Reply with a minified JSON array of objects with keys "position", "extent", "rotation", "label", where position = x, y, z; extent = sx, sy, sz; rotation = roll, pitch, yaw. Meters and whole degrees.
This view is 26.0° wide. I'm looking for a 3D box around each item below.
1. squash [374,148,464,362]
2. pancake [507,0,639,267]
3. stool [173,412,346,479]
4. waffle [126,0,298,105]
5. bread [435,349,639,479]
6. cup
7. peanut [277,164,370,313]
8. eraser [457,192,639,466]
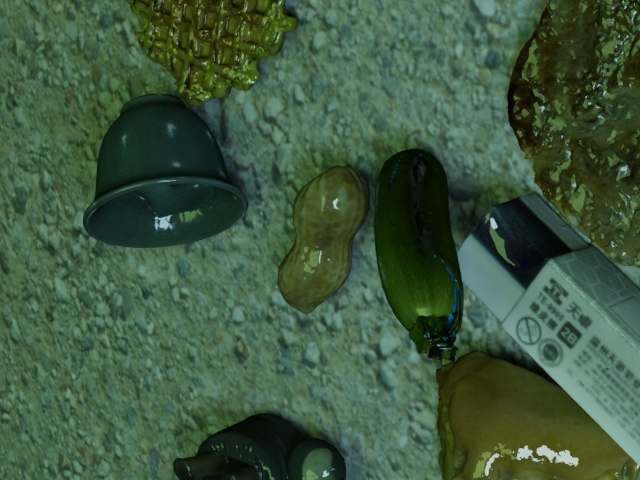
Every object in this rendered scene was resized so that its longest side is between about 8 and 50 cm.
[{"position":[0.098,0.010,1.394],"extent":[0.087,0.087,0.331],"rotation":[-56,22,32],"label":"squash"},{"position":[0.332,-0.139,1.300],"extent":[0.356,0.065,0.356],"rotation":[8,102,40],"label":"pancake"},{"position":[-0.080,0.287,1.668],"extent":[0.153,0.139,0.228],"rotation":[56,130,15],"label":"stool"},{"position":[-0.136,-0.296,1.663],"extent":[0.245,0.052,0.254],"rotation":[-37,76,36],"label":"waffle"},{"position":[0.190,0.235,1.427],"extent":[0.251,0.133,0.174],"rotation":[25,130,33],"label":"bread"},{"position":[-0.195,-0.095,1.685],"extent":[0.199,0.199,0.150],"rotation":[-27,62,39],"label":"cup"},{"position":[-0.001,-0.001,1.587],"extent":[0.089,0.089,0.193],"rotation":[32,117,31],"label":"peanut"},{"position":[0.301,0.125,1.352],"extent":[0.404,0.096,0.098],"rotation":[48,125,23],"label":"eraser"}]
